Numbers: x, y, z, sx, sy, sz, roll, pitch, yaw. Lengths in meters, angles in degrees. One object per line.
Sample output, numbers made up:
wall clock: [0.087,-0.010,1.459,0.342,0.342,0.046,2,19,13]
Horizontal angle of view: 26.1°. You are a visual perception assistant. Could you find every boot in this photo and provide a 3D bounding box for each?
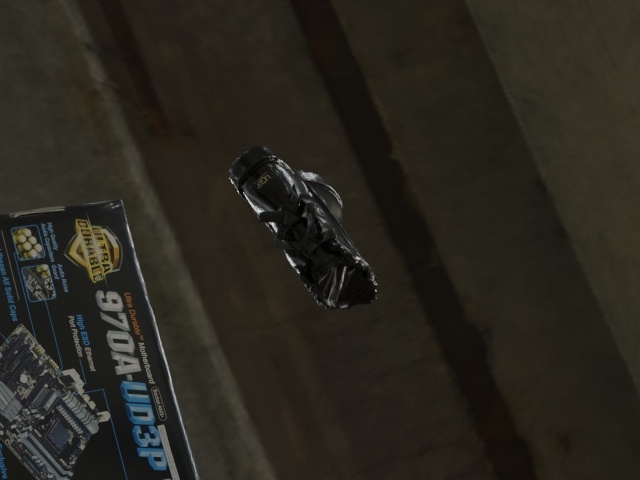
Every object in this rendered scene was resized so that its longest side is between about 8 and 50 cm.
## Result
boot: [0.001,0.000,0.818,0.045,0.121,0.099,-43,-120,7]

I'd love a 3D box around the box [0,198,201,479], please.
box: [-0.162,0.092,0.703,0.175,0.051,0.220,-9,-116,-23]
